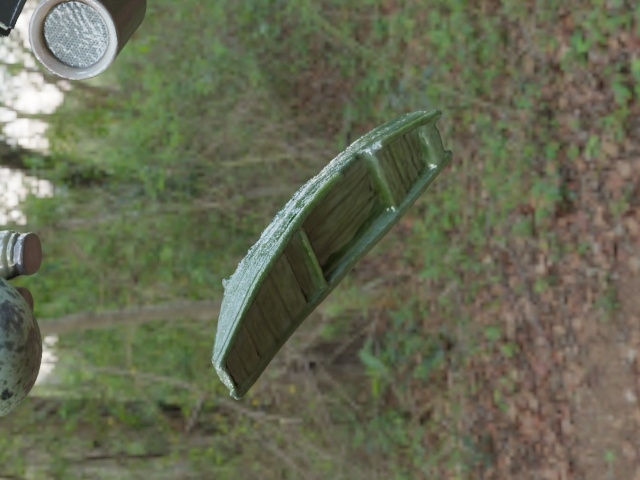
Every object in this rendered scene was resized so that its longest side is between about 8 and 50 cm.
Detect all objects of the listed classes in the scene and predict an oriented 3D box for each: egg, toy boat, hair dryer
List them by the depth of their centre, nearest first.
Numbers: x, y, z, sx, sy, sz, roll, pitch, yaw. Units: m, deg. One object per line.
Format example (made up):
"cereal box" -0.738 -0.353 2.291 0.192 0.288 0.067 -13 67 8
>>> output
"hair dryer" -0.205 -0.260 0.933 0.128 0.070 0.255 -78 -27 -67
"toy boat" 0.000 0.000 0.981 0.055 0.293 0.093 22 149 37
"egg" -0.332 0.091 1.135 0.172 0.132 0.132 57 155 31

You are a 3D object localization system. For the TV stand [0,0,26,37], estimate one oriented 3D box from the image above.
"TV stand" -0.326 -0.238 1.239 0.049 0.040 0.256 -66 17 0

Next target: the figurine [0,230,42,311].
"figurine" -0.523 0.053 1.414 0.203 0.380 0.248 60 -151 -88
